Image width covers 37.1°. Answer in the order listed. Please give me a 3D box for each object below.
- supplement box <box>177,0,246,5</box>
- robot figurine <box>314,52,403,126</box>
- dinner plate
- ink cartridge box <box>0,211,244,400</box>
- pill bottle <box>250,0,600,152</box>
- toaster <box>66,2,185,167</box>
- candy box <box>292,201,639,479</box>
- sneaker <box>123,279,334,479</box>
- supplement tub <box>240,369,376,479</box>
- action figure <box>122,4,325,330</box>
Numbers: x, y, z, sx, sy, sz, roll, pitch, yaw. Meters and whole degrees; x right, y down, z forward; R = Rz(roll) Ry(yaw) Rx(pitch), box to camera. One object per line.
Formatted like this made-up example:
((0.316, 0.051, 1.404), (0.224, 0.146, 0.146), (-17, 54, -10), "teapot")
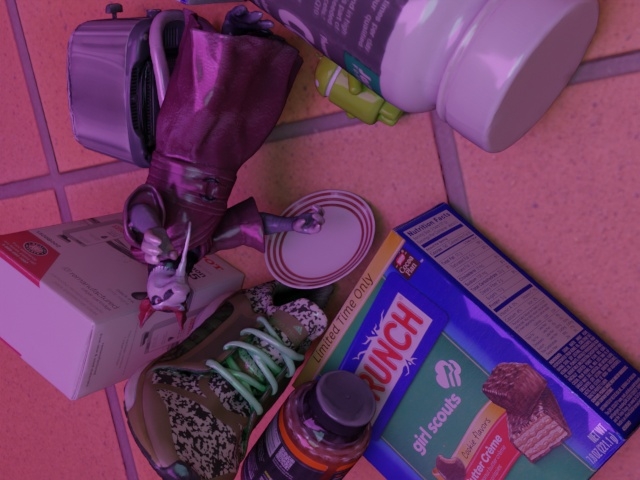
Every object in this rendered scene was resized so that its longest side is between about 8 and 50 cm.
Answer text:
((-0.197, -0.373, 1.162), (0.220, 0.114, 0.111), (27, 118, 29), "supplement box")
((0.043, -0.174, 1.066), (0.115, 0.101, 0.067), (32, 84, 5), "robot figurine")
((0.000, 0.000, 1.137), (0.141, 0.141, 0.017), (12, 154, 32), "dinner plate")
((-0.270, 0.067, 1.234), (0.207, 0.283, 0.117), (32, 116, 24), "ink cartridge box")
((0.076, -0.256, 0.942), (0.361, 0.204, 0.204), (40, 122, 21), "pill bottle")
((-0.242, -0.189, 1.239), (0.146, 0.129, 0.227), (16, 114, 35), "toaster")
((0.159, 0.163, 1.054), (0.317, 0.122, 0.268), (43, 127, 20), "candy box")
((-0.082, 0.128, 1.069), (0.182, 0.410, 0.158), (-40, 101, 23), "sneaker")
((-0.010, 0.227, 1.063), (0.106, 0.106, 0.198), (47, 133, 16), "supplement tub")
((-0.155, -0.080, 1.068), (0.276, 0.248, 0.370), (23, 96, 37), "action figure")
